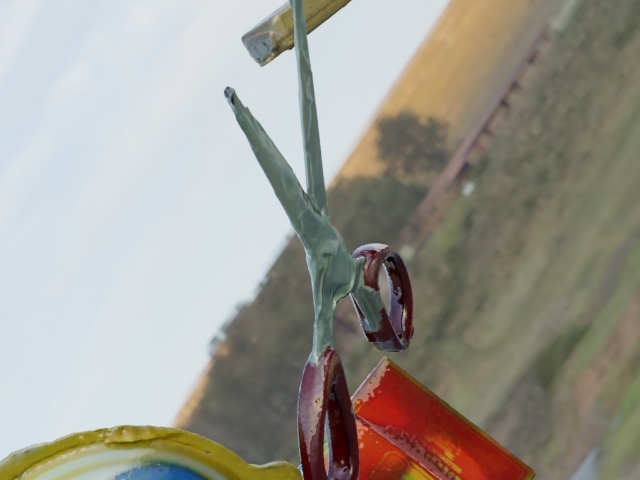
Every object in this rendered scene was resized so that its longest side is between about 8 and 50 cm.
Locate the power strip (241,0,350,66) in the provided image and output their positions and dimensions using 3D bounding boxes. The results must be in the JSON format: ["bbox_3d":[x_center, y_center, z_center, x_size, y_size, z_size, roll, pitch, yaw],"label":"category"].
[{"bbox_3d":[0.019,-0.263,1.821,0.064,0.044,0.305,-24,14,48],"label":"power strip"}]

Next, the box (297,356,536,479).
[{"bbox_3d":[0.056,0.280,1.726,0.313,0.197,0.089,-48,-7,-45],"label":"box"}]

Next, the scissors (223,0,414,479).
[{"bbox_3d":[0.000,0.000,0.820,0.248,0.017,0.144,74,-151,-42],"label":"scissors"}]

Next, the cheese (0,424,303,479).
[{"bbox_3d":[-0.131,0.172,0.831,0.270,0.069,0.177,-17,-60,-9],"label":"cheese"}]
